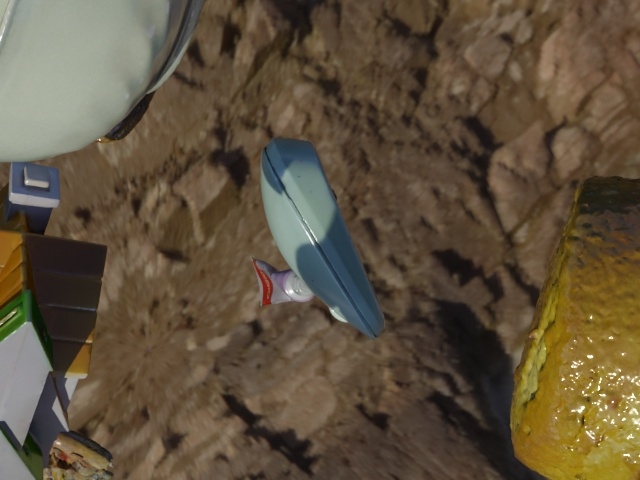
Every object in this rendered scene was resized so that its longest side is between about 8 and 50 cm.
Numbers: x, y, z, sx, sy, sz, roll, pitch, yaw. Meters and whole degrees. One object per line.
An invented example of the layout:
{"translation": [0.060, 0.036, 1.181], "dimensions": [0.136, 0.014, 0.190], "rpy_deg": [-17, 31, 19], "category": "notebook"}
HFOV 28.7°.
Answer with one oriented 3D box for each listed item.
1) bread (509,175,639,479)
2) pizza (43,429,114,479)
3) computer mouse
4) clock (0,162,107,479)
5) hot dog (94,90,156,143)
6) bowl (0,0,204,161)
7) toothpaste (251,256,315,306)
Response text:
{"translation": [0.316, 0.107, 1.310], "dimensions": [0.204, 0.337, 0.358], "rpy_deg": [16, 127, 14], "category": "bread"}
{"translation": [-0.385, 0.320, 1.804], "dimensions": [0.185, 0.195, 0.052], "rpy_deg": [24, 55, 5], "category": "pizza"}
{"translation": [-0.006, 0.002, 1.613], "dimensions": [0.097, 0.159, 0.288], "rpy_deg": [-22, 106, 0], "category": "computer mouse"}
{"translation": [-0.303, 0.085, 1.143], "dimensions": [0.166, 0.310, 0.235], "rpy_deg": [9, 41, -23], "category": "clock"}
{"translation": [-0.254, -0.188, 1.530], "dimensions": [0.099, 0.065, 0.147], "rpy_deg": [33, 97, -17], "category": "hot dog"}
{"translation": [-0.162, -0.173, 0.792], "dimensions": [0.145, 0.277, 0.277], "rpy_deg": [9, 83, -31], "category": "bowl"}
{"translation": [-0.059, 0.063, 1.846], "dimensions": [0.048, 0.301, 0.075], "rpy_deg": [-38, 98, -13], "category": "toothpaste"}
